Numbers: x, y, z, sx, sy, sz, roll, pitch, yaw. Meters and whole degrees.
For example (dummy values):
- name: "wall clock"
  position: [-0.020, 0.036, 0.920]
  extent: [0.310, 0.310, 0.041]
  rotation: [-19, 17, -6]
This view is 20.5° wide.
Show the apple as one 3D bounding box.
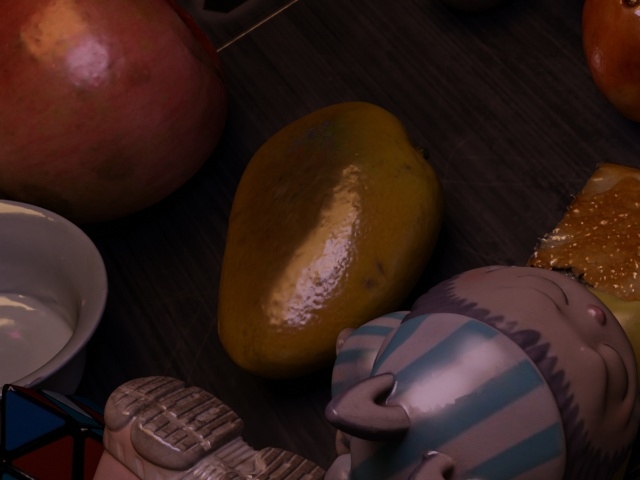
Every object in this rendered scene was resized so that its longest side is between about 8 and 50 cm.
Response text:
- name: "apple"
  position: [-0.305, -0.194, 2.275]
  extent: [0.364, 0.364, 0.364]
  rotation: [-15, 44, 15]

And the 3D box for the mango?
- name: "mango"
  position: [0.000, 0.000, 2.038]
  extent: [0.253, 0.182, 0.365]
  rotation: [8, 53, 33]

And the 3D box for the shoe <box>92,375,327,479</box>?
- name: "shoe"
  position: [-0.098, 0.306, 1.827]
  extent: [0.351, 0.172, 0.198]
  rotation: [38, 116, 23]

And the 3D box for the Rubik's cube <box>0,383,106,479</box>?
- name: "Rubik's cube"
  position: [-0.222, 0.248, 1.949]
  extent: [0.234, 0.250, 0.284]
  rotation: [12, 49, 13]

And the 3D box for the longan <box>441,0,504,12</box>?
- name: "longan"
  position: [0.205, -0.391, 2.325]
  extent: [0.167, 0.167, 0.187]
  rotation: [-3, 73, 26]

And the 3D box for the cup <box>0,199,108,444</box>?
- name: "cup"
  position: [-0.421, 0.122, 2.135]
  extent: [0.347, 0.163, 0.347]
  rotation: [-1, 44, 1]

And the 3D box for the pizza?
- name: "pizza"
  position: [0.346, 0.037, 1.882]
  extent: [0.223, 0.089, 0.323]
  rotation: [-31, 40, -13]

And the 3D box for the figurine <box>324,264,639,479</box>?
- name: "figurine"
  position: [0.095, 0.138, 1.680]
  extent: [0.361, 0.377, 0.266]
  rotation: [-5, 79, 34]

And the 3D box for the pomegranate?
- name: "pomegranate"
  position: [0.398, -0.239, 2.039]
  extent: [0.209, 0.209, 0.209]
  rotation: [-15, 44, 15]
